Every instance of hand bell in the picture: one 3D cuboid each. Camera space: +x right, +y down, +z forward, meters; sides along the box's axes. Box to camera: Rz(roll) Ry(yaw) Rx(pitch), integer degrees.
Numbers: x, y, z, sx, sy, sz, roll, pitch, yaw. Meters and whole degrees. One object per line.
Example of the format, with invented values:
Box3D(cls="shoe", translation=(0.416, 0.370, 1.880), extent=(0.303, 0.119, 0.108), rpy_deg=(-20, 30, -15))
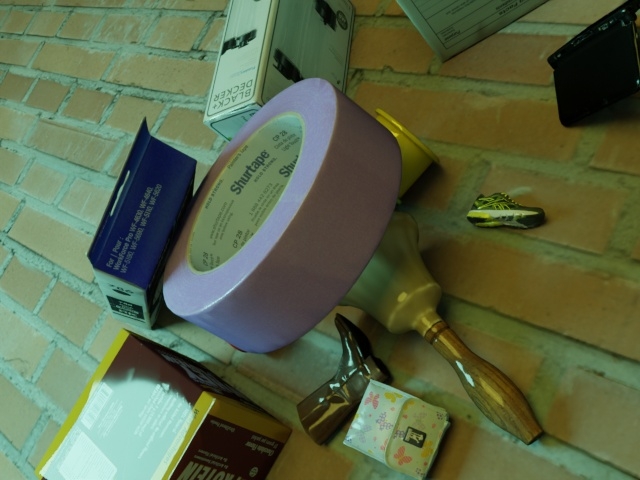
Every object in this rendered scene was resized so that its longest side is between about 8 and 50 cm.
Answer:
Box3D(cls="hand bell", translation=(0.116, 0.096, 0.688), extent=(0.126, 0.126, 0.242), rpy_deg=(-45, 58, 8))

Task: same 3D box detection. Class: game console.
Box3D(cls="game console", translation=(0.290, -0.184, 0.720), extent=(0.107, 0.071, 0.122), rpy_deg=(-37, 4, -20))

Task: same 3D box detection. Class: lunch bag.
Box3D(cls="lunch bag", translation=(0.075, 0.180, 0.688), extent=(0.083, 0.053, 0.071), rpy_deg=(19, 79, 34))

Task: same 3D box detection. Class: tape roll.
Box3D(cls="tape roll", translation=(-0.045, -0.028, 0.738), extent=(0.275, 0.090, 0.274), rpy_deg=(-39, 32, 31))

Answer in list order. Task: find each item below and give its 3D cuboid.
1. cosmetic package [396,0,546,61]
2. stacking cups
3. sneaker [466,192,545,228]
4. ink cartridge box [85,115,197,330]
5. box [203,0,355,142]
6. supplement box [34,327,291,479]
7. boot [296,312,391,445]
Box3D(cls="cosmetic package", translation=(0.120, -0.360, 0.793), extent=(0.160, 0.309, 0.113), rpy_deg=(-27, 51, 22))
Box3D(cls="stacking cups", translation=(0.000, 0.000, 0.829), extent=(0.316, 0.096, 0.096), rpy_deg=(-50, 45, 5))
Box3D(cls="sneaker", translation=(0.189, -0.034, 0.738), extent=(0.083, 0.031, 0.035), rpy_deg=(3, 66, 40))
Box3D(cls="ink cartridge box", translation=(-0.206, -0.001, 0.871), extent=(0.332, 0.065, 0.165), rpy_deg=(122, 166, -71))
Box3D(cls="box", translation=(-0.045, -0.238, 0.950), extent=(0.087, 0.169, 0.290), rpy_deg=(-12, 59, 33))
Box3D(cls="supplement box", translation=(-0.175, 0.233, 0.800), extent=(0.194, 0.129, 0.191), rpy_deg=(23, 80, 44))
Box3D(cls="boot", translation=(0.008, 0.148, 0.774), extent=(0.114, 0.037, 0.106), rpy_deg=(-47, 43, 13))
